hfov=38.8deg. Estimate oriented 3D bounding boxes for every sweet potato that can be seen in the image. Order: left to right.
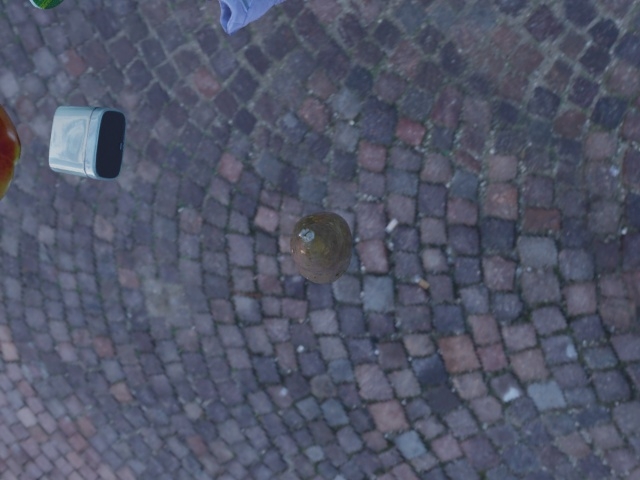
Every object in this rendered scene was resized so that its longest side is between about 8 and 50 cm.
[{"bbox_3d":[0.002,0.002,1.693,0.131,0.336,0.131,0,80,1],"label":"sweet potato"}]

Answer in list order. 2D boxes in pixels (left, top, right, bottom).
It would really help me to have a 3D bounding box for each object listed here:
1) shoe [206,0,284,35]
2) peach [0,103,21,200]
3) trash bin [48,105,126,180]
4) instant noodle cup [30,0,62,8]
[{"bbox_3d":[-0.147,-0.424,1.342,0.245,0.137,0.095,49,173,-34],"label":"shoe"},{"bbox_3d":[-0.469,-0.114,1.092,0.190,0.192,0.190,-17,66,45],"label":"peach"},{"bbox_3d":[-0.379,-0.160,1.473,0.130,0.059,0.116,11,93,41],"label":"trash bin"},{"bbox_3d":[-0.592,-0.572,1.703,0.233,0.207,0.207,23,123,9],"label":"instant noodle cup"}]
